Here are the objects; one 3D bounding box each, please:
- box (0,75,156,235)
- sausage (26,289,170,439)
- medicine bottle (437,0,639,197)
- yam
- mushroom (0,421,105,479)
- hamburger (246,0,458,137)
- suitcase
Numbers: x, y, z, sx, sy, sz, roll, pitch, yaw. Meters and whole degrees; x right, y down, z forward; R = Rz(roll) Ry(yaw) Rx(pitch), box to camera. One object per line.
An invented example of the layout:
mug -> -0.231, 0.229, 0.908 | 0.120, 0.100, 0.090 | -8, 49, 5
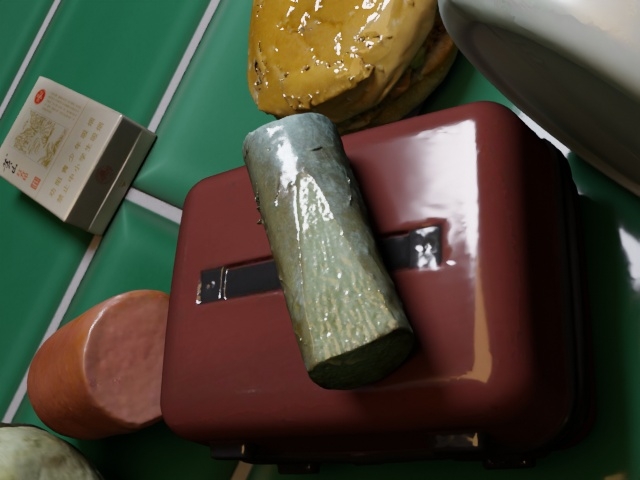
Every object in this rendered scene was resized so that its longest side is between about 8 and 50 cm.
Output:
box -> -0.299, -0.105, 0.942 | 0.201, 0.058, 0.141 | 26, 87, 39
sausage -> -0.198, 0.120, 0.707 | 0.259, 0.113, 0.114 | -28, 53, 56
medicine bottle -> 0.232, -0.160, 0.457 | 0.241, 0.252, 0.252 | -52, 51, 7
yam -> 0.000, 0.000, 0.467 | 0.068, 0.068, 0.169 | -33, 55, 21
mushroom -> -0.253, 0.298, 0.657 | 0.164, 0.189, 0.267 | 5, 75, 34
hamburger -> 0.029, -0.194, 0.718 | 0.213, 0.108, 0.214 | -16, 63, 35
suitcase -> 0.037, 0.043, 0.574 | 0.297, 0.161, 0.236 | -13, 63, 33
